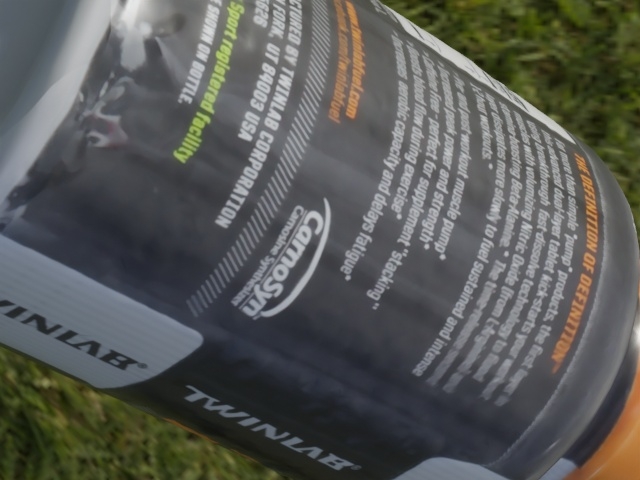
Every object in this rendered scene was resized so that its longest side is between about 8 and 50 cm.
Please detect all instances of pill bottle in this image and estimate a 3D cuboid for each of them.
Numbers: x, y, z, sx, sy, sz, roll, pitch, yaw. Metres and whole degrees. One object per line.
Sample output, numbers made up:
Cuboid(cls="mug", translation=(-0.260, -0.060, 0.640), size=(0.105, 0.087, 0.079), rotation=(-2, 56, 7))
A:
Cuboid(cls="pill bottle", translation=(0.000, 0.000, 0.534), size=(0.246, 0.130, 0.130), rotation=(29, 87, -34))
